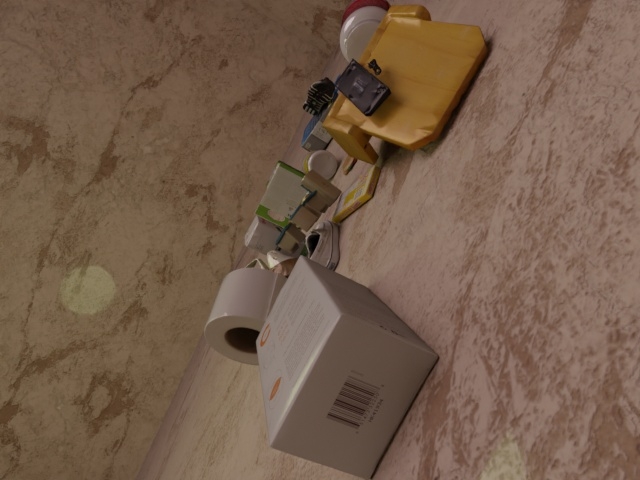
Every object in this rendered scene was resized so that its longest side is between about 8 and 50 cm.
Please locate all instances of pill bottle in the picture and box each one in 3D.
[{"bbox_3d":[0.191,-0.811,1.702,0.229,0.229,0.408,-53,18,35],"label":"pill bottle"},{"bbox_3d":[-0.011,-0.304,1.749,0.117,0.117,0.215,-62,15,4],"label":"pill bottle"}]

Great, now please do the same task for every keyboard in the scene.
[{"bbox_3d":[0.107,-0.373,1.025,0.108,0.023,0.180,-51,46,21],"label":"keyboard"}]

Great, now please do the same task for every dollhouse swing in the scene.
[{"bbox_3d":[0.236,-0.356,1.104,0.347,0.305,0.315,-60,-25,2],"label":"dollhouse swing"}]

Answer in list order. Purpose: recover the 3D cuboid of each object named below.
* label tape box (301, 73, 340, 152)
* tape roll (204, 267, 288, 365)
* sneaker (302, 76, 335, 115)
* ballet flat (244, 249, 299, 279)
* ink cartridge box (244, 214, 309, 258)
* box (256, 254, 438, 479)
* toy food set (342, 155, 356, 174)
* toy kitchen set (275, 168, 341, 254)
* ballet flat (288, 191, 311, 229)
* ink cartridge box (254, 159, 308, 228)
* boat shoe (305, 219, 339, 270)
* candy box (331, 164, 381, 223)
[{"bbox_3d":[0.042,-0.599,2.078,0.334,0.106,0.241,-51,19,30],"label":"label tape box"},{"bbox_3d":[-0.186,0.218,1.227,0.246,0.246,0.169,-50,20,40],"label":"tape roll"},{"bbox_3d":[0.010,-0.695,1.964,0.163,0.106,0.281,-63,16,-16],"label":"sneaker"},{"bbox_3d":[-0.161,0.105,1.337,0.342,0.116,0.124,-27,75,28],"label":"ballet flat"},{"bbox_3d":[-0.135,0.009,1.446,0.093,0.219,0.160,-62,15,5],"label":"ink cartridge box"},{"bbox_3d":[0.015,0.188,0.758,0.215,0.168,0.345,-62,16,5],"label":"box"},{"bbox_3d":[0.103,-0.274,1.506,0.082,0.020,0.083,-40,27,55],"label":"toy food set"},{"bbox_3d":[-0.058,-0.088,1.349,0.207,0.122,0.166,-49,-4,-46],"label":"toy kitchen set"},{"bbox_3d":[-0.061,-0.113,1.732,0.206,0.073,0.067,-55,45,38],"label":"ballet flat"},{"bbox_3d":[-0.160,-0.199,1.929,0.255,0.188,0.097,-61,16,10],"label":"ink cartridge box"},{"bbox_3d":[0.000,0.000,1.273,0.095,0.084,0.258,-58,16,19],"label":"boat shoe"},{"bbox_3d":[0.101,-0.130,1.263,0.206,0.027,0.105,-37,26,59],"label":"candy box"}]
